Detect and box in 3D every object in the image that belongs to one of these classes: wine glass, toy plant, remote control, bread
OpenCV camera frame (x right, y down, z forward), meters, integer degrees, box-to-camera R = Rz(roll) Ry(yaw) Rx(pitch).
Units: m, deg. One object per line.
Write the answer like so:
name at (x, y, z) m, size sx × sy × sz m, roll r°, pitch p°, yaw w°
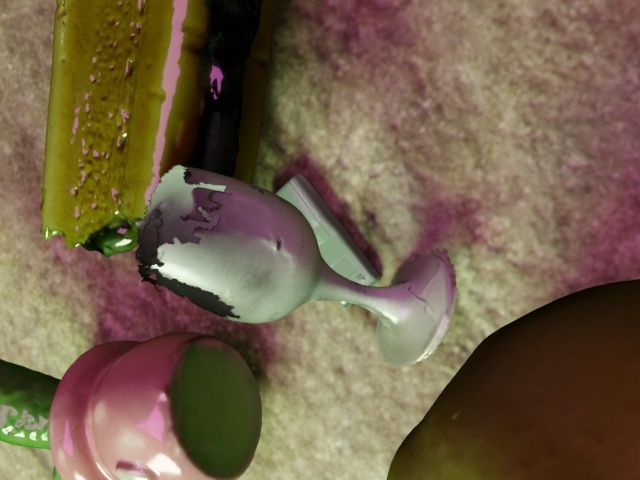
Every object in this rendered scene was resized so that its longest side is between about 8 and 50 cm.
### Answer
wine glass at (-0.022, 0.029, 0.818) m, size 0.143 × 0.321 × 0.143 m, roll -47°, pitch 33°, yaw 44°
toy plant at (-0.264, 0.210, 0.983) m, size 0.356 × 0.210 × 0.317 m, roll -12°, pitch 129°, yaw 36°
remote control at (0.000, 0.000, 0.959) m, size 0.061 × 0.029 × 0.162 m, roll -42°, pitch 76°, yaw 23°
bread at (-0.176, -0.174, 0.914) m, size 0.251 × 0.208 × 0.376 m, roll 12°, pitch 102°, yaw 27°

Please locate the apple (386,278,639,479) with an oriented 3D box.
apple at (0.276, 0.249, 0.628) m, size 0.474 × 0.474 × 0.473 m, roll 2°, pitch 94°, yaw 25°
